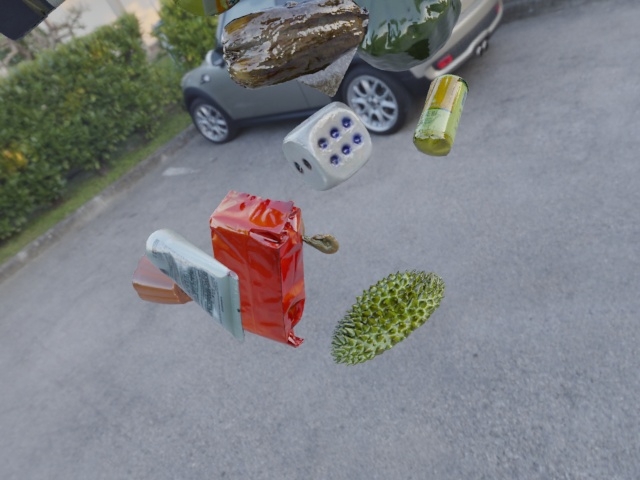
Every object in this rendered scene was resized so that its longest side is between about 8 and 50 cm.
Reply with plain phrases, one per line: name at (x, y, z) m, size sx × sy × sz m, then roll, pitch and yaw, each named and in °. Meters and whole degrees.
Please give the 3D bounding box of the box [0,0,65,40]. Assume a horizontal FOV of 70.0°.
box at (-0.369, -0.372, 0.550) m, size 0.259 × 0.168 × 0.071 m, roll -23°, pitch 64°, yaw 23°

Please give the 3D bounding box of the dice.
dice at (0.019, -0.268, 1.318) m, size 0.193 × 0.194 × 0.192 m, roll -40°, pitch 18°, yaw -16°

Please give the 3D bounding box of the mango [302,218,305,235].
mango at (-0.155, -0.018, 1.409) m, size 0.144 × 0.187 × 0.359 m, roll 3°, pitch -8°, yaw -28°

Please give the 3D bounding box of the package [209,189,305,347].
package at (-0.140, 0.089, 1.109) m, size 0.196 × 0.424 × 0.123 m, roll 15°, pitch 35°, yaw 22°

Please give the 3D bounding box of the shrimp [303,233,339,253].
shrimp at (0.000, 0.000, 1.170) m, size 0.059 × 0.108 × 0.023 m, roll -52°, pitch 19°, yaw 35°

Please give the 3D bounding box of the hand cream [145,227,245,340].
hand cream at (-0.229, 0.051, 0.821) m, size 0.077 × 0.124 × 0.340 m, roll -19°, pitch 31°, yaw -37°

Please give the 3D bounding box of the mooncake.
mooncake at (0.211, -0.677, 1.290) m, size 0.356 × 0.356 × 0.194 m, roll -16°, pitch -6°, yaw 20°

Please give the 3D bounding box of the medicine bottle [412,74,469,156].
medicine bottle at (0.355, -0.364, 1.358) m, size 0.124 × 0.124 × 0.239 m, roll 4°, pitch 67°, yaw 43°

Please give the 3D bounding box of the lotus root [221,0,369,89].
lotus root at (-0.040, -0.415, 0.971) m, size 0.329 × 0.167 × 0.078 m, roll -21°, pitch 44°, yaw -6°

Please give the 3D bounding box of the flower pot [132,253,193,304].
flower pot at (-0.496, 0.134, 1.524) m, size 0.173 × 0.191 × 0.191 m, roll 13°, pitch 49°, yaw 32°

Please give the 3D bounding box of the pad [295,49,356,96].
pad at (-0.041, -0.467, 1.129) m, size 0.003 × 0.235 × 0.158 m, roll 93°, pitch -158°, yaw -82°

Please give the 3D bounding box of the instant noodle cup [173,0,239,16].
instant noodle cup at (-0.245, -0.570, 0.897) m, size 0.205 × 0.205 × 0.153 m, roll -35°, pitch 66°, yaw -11°

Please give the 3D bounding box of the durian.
durian at (0.169, 0.198, 1.148) m, size 0.355 × 0.169 × 0.157 m, roll -34°, pitch 62°, yaw 0°
